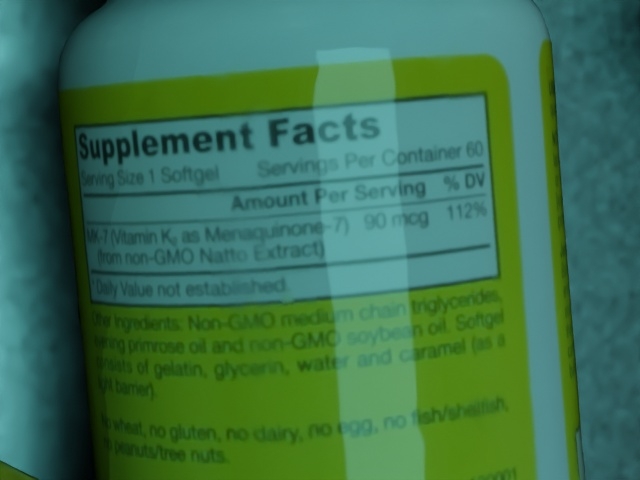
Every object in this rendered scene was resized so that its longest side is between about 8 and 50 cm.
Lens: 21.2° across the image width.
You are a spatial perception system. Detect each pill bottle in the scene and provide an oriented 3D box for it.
[{"bbox_3d":[0.000,0.000,0.410,0.119,0.119,0.208,-6,94,-20],"label":"pill bottle"}]

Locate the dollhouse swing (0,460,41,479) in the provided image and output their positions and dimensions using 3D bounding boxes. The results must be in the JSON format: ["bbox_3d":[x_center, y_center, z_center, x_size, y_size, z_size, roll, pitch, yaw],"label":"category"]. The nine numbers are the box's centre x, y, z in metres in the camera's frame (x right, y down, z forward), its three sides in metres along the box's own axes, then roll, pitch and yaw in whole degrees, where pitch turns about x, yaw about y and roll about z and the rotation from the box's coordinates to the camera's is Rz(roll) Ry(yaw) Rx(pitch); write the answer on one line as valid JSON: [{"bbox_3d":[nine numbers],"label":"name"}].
[{"bbox_3d":[-0.237,0.199,0.334,0.347,0.305,0.315,27,44,-7],"label":"dollhouse swing"}]
